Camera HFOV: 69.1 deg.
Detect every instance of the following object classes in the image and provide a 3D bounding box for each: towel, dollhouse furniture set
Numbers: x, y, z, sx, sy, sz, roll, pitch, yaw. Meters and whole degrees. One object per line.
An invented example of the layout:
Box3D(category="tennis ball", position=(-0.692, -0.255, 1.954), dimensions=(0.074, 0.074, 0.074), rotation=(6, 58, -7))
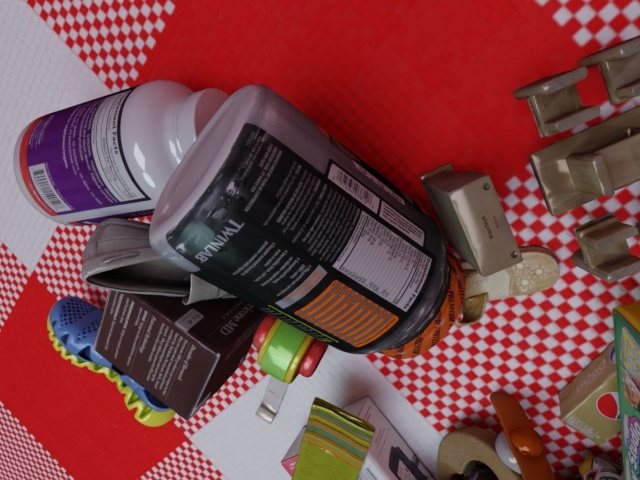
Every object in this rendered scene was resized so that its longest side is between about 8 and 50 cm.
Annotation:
Box3D(category="towel", position=(0.009, 0.358, 0.731), dimensions=(0.102, 0.021, 0.237), rotation=(22, 116, 17))
Box3D(category="dollhouse furniture set", position=(0.257, -0.070, 0.527), dimensions=(0.242, 0.161, 0.212), rotation=(-24, 100, 7))

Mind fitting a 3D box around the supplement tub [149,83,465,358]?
Box3D(category="supplement tub", position=(0.000, 0.000, 0.542), dimensions=(0.338, 0.207, 0.207), rotation=(34, 125, -27))

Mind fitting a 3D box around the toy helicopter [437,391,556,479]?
Box3D(category="toy helicopter", position=(0.285, 0.352, 0.589), dimensions=(0.355, 0.140, 0.234), rotation=(14, 100, 60))

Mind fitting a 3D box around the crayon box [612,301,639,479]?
Box3D(category="crayon box", position=(0.498, 0.219, 0.480), dimensions=(0.313, 0.106, 0.362), rotation=(-12, 106, 8))

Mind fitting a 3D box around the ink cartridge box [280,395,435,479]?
Box3D(category="ink cartridge box", position=(0.078, 0.413, 0.791), dimensions=(0.172, 0.100, 0.237), rotation=(-37, 92, 30))

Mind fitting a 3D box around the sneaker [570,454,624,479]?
Box3D(category="sneaker", position=(0.382, 0.399, 0.676), dimensions=(0.093, 0.088, 0.225), rotation=(31, 121, 33))

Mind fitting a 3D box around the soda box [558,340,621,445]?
Box3D(category="soda box", position=(0.384, 0.172, 0.585), dimensions=(0.058, 0.061, 0.181), rotation=(33, 119, 8))

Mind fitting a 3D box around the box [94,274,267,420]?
Box3D(category="box", position=(-0.227, 0.143, 0.776), dimensions=(0.203, 0.168, 0.167), rotation=(32, 119, 8))

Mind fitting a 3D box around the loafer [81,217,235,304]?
Box3D(category="loafer", position=(-0.176, 0.049, 0.686), dimensions=(0.320, 0.111, 0.112), rotation=(8, 131, -14))

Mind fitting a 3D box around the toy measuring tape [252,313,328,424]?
Box3D(category="toy measuring tape", position=(-0.069, 0.217, 0.770), dimensions=(0.121, 0.121, 0.330), rotation=(28, 119, 11))

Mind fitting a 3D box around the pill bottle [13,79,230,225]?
Box3D(category="pill bottle", position=(-0.271, -0.124, 0.683), dimensions=(0.323, 0.181, 0.181), rotation=(-6, 108, 25))

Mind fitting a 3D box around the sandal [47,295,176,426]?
Box3D(category="sandal", position=(-0.381, 0.212, 0.908), dimensions=(0.317, 0.126, 0.138), rotation=(40, 117, -5))

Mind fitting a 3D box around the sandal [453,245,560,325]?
Box3D(category="sandal", position=(0.190, 0.074, 0.620), dimensions=(0.240, 0.079, 0.088), rotation=(-23, 100, 29))
